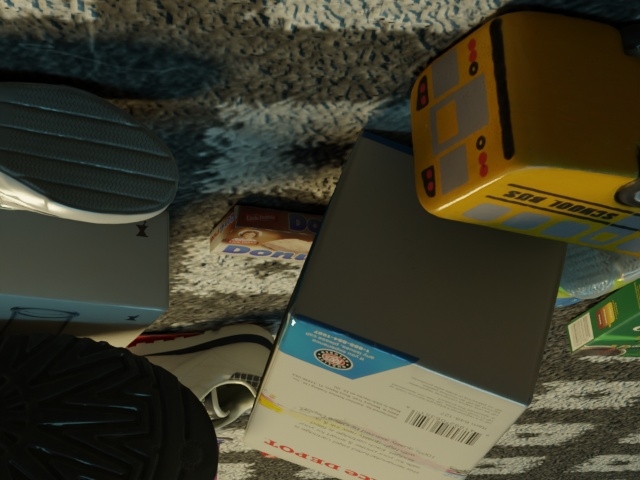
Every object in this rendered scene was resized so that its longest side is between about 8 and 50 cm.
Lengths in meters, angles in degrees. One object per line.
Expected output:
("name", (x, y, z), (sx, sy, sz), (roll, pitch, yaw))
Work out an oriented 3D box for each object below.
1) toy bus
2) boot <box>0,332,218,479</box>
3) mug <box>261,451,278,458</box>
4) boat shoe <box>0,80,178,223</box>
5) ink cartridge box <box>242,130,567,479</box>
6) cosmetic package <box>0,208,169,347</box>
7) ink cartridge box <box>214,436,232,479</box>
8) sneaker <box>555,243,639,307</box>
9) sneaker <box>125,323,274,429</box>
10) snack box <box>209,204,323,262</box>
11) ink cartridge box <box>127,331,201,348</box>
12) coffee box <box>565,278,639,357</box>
("toy bus", (0.232, -0.053, 0.799), (0.333, 0.108, 0.130), (10, 155, -31))
("boot", (-0.315, 0.207, 1.076), (0.367, 0.146, 0.445), (12, 155, -14))
("mug", (0.018, 0.224, 1.480), (0.169, 0.113, 0.150), (-6, 157, 16))
("boat shoe", (-0.206, -0.064, 0.772), (0.226, 0.083, 0.076), (18, 164, -20))
("ink cartridge box", (0.058, 0.070, 0.907), (0.171, 0.168, 0.232), (21, 147, -1))
("cosmetic package", (-0.346, 0.041, 0.977), (0.377, 0.097, 0.284), (7, 155, -25))
("ink cartridge box", (-0.309, 0.293, 1.571), (0.324, 0.071, 0.330), (2, 171, -17))
("sneaker", (0.210, 0.009, 1.011), (0.240, 0.091, 0.126), (-13, 170, 42))
("sneaker", (-0.156, 0.163, 1.266), (0.235, 0.094, 0.090), (-20, 136, 15))
("snack box", (0.000, 0.000, 1.018), (0.178, 0.022, 0.064), (6, 157, -23))
("ink cartridge box", (-0.264, 0.169, 1.365), (0.275, 0.060, 0.239), (-2, 160, -4))
("coffee box", (0.346, 0.079, 1.246), (0.113, 0.040, 0.184), (3, 158, -16))
